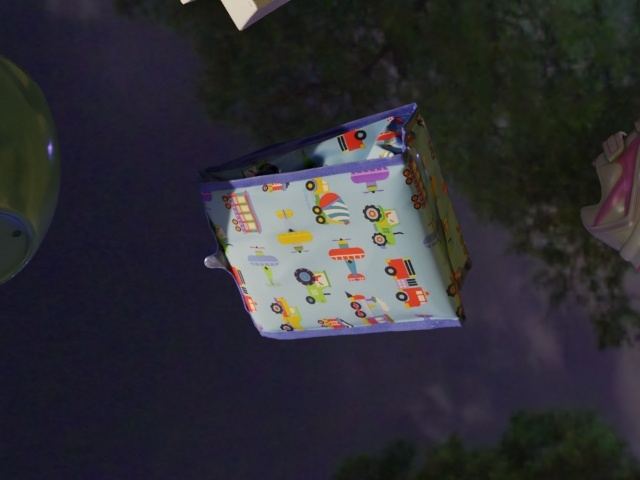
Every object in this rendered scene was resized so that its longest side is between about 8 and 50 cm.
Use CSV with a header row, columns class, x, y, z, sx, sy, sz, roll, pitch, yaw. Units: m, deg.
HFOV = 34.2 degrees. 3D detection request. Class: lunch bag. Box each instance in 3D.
class,x,y,z,sx,sy,sz,roll,pitch,yaw
lunch bag,0.000,0.000,1.191,0.138,0.293,0.221,-70,-37,-57

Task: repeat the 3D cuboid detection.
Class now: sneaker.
class,x,y,z,sx,sy,sz,roll,pitch,yaw
sneaker,0.374,-0.098,1.192,0.103,0.111,0.252,6,-72,-65

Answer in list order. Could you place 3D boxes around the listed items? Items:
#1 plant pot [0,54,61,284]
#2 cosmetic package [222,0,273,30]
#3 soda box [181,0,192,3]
class,x,y,z,sx,sy,sz,roll,pitch,yaw
plant pot,-0.423,-0.052,1.204,0.290,0.195,0.290,-23,-36,-18
cosmetic package,-0.075,-0.512,1.902,0.225,0.224,0.138,-34,-82,-10
soda box,-0.195,-0.451,1.470,0.074,0.069,0.216,-29,-82,-36
